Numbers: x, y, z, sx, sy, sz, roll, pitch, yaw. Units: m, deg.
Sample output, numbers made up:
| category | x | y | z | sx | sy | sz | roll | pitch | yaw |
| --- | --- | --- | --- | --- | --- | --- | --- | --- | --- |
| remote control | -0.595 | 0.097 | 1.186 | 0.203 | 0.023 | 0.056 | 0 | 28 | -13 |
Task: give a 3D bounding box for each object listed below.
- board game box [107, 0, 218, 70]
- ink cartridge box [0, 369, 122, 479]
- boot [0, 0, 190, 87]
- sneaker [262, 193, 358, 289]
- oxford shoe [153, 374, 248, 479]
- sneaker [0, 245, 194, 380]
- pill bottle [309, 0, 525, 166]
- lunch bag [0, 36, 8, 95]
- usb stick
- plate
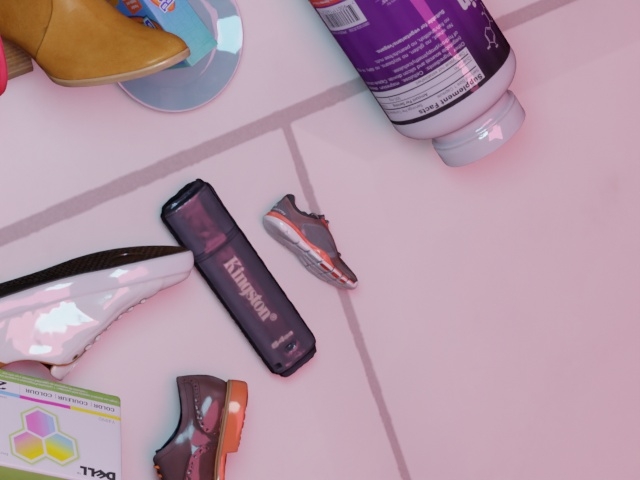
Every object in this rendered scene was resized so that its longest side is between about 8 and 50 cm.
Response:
| category | x | y | z | sx | sy | sz | roll | pitch | yaw |
| --- | --- | --- | --- | --- | --- | --- | --- | --- | --- |
| board game box | -0.222 | -0.287 | 1.825 | 0.047 | 0.160 | 0.210 | -44 | 110 | -20 |
| ink cartridge box | -0.318 | 0.279 | 1.775 | 0.189 | 0.255 | 0.097 | 15 | 130 | -23 |
| boot | -0.286 | -0.280 | 1.756 | 0.104 | 0.295 | 0.211 | -38 | 124 | -54 |
| sneaker | 0.000 | 0.000 | 2.050 | 0.158 | 0.061 | 0.065 | 43 | 67 | -24 |
| oxford shoe | -0.163 | 0.297 | 1.975 | 0.098 | 0.097 | 0.271 | 13 | 83 | -9 |
| sneaker | -0.279 | 0.088 | 1.886 | 0.290 | 0.106 | 0.123 | -17 | 104 | -15 |
| pill bottle | 0.124 | -0.256 | 2.028 | 0.181 | 0.181 | 0.323 | -43 | 112 | -19 |
| lunch bag | -0.423 | -0.278 | 1.688 | 0.120 | 0.258 | 0.293 | -16 | 101 | -26 |
| usb stick | -0.099 | 0.048 | 2.005 | 0.077 | 0.045 | 0.278 | -42 | 111 | -21 |
| plate | -0.181 | -0.248 | 1.953 | 0.188 | 0.024 | 0.188 | -1 | 93 | -28 |
